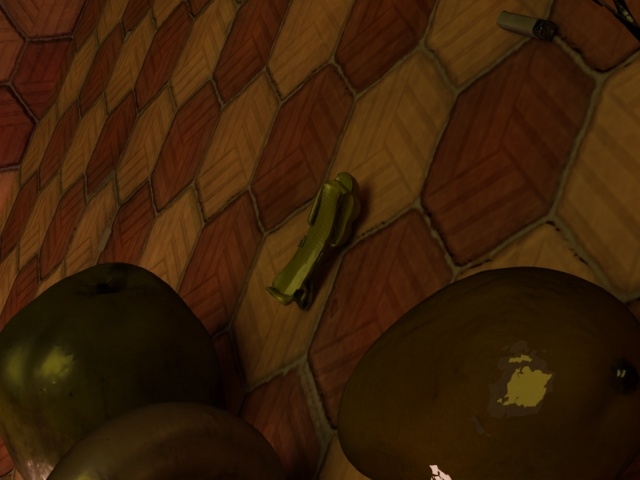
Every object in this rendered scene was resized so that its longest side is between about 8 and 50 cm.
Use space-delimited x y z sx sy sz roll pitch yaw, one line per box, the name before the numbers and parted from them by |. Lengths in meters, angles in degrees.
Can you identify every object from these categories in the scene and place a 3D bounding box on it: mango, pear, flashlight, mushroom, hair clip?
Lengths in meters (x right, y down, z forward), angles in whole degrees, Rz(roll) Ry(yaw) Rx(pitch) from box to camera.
mango | 0.129 0.115 0.813 0.331 0.142 0.195 -4 61 62
pear | -0.272 0.218 1.303 0.287 0.287 0.375 15 99 62
flashlight | 0.211 -0.221 1.052 0.018 0.018 0.083 -61 29 6
mushroom | -0.138 0.321 1.010 0.290 0.292 0.292 37 102 44
hair clip | 0.000 0.000 1.219 0.072 0.046 0.173 36 102 52

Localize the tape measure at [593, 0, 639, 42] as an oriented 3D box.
tape measure | 0.284 -0.169 0.738 0.107 0.180 0.104 -53 14 25
